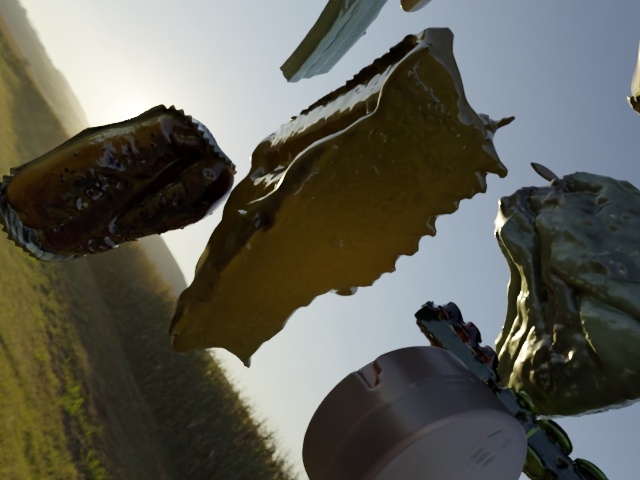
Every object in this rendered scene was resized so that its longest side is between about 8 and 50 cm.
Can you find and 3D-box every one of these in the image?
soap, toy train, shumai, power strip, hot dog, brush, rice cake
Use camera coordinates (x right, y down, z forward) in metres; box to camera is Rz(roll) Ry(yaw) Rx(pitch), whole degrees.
[{"bbox_3d":[0.000,0.000,0.541,0.169,0.304,0.339,29,-16,-22],"label":"soap"},{"bbox_3d":[0.179,0.162,0.560,0.249,0.053,0.085,53,-16,32],"label":"toy train"},{"bbox_3d":[0.314,0.037,0.633,0.304,0.309,0.263,62,6,-75],"label":"shumai"},{"bbox_3d":[0.068,0.160,0.405,0.078,0.154,0.154,48,-20,55],"label":"power strip"},{"bbox_3d":[-0.235,-0.059,0.657,0.082,0.270,0.162,-117,-174,-46],"label":"hot dog"},{"bbox_3d":[0.575,-0.128,1.308,0.196,0.070,0.021,34,-13,-2],"label":"brush"},{"bbox_3d":[0.031,-0.363,0.951,0.043,0.127,0.237,57,-39,5],"label":"rice cake"}]

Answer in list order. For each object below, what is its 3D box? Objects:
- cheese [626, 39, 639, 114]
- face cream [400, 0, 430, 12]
[{"bbox_3d":[0.509,-0.301,0.738,0.128,0.316,0.259,27,-15,27],"label":"cheese"},{"bbox_3d":[0.253,-0.518,0.977,0.067,0.139,0.285,40,-22,-13],"label":"face cream"}]
